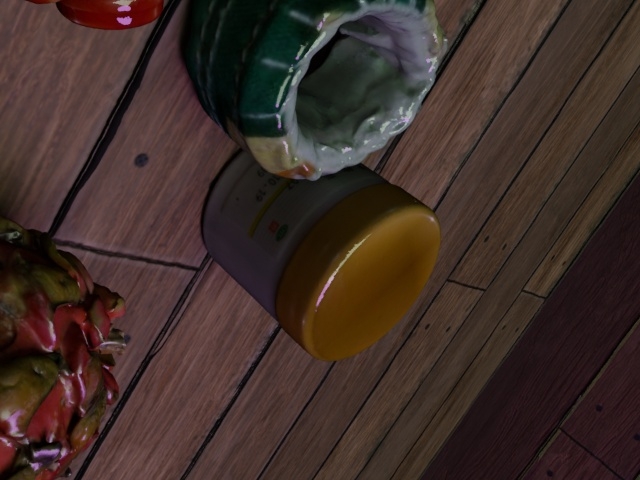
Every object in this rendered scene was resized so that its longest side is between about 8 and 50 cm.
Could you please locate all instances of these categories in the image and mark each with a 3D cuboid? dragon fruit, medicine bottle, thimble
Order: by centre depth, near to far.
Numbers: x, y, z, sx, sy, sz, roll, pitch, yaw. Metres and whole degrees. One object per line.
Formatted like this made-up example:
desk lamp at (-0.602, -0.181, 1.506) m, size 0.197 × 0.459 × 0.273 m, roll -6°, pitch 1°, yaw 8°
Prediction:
dragon fruit at (-0.319, 0.099, 0.614) m, size 0.263 × 0.296 × 0.314 m, roll -53°, pitch -171°, yaw -28°
thimble at (0.002, -0.208, 0.780) m, size 0.288 × 0.167 × 0.254 m, roll -29°, pitch 143°, yaw -29°
medicine bottle at (0.000, 0.000, 0.922) m, size 0.238 × 0.232 × 0.238 m, roll -32°, pitch 144°, yaw -27°

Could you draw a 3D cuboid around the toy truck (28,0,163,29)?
toy truck at (-0.211, -0.270, 0.475) m, size 0.265 × 0.239 × 0.189 m, roll -77°, pitch 177°, yaw -51°
